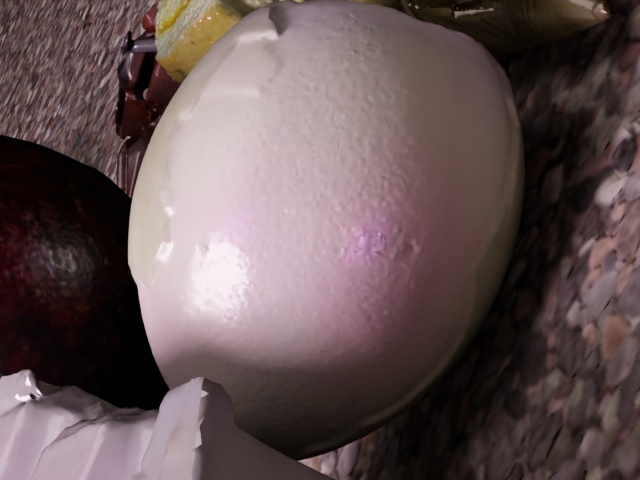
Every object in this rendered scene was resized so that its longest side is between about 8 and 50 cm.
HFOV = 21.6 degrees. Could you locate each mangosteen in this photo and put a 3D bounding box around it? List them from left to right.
[{"bbox_3d":[-0.240,0.087,1.122,0.330,0.330,0.330,-50,26,36],"label":"mangosteen"}]

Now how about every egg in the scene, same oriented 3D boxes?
[{"bbox_3d":[0.000,0.000,0.797,0.183,0.183,0.217,-5,72,67],"label":"egg"}]

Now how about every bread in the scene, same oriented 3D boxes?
[{"bbox_3d":[-0.054,-0.191,1.238,0.110,0.103,0.156,-31,42,51],"label":"bread"}]

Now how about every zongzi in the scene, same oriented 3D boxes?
[{"bbox_3d":[0.102,-0.183,0.869,0.204,0.094,0.204,-12,57,60],"label":"zongzi"}]

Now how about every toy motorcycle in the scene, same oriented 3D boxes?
[{"bbox_3d":[-0.123,-0.111,1.317,0.118,0.084,0.212,152,131,-77],"label":"toy motorcycle"}]

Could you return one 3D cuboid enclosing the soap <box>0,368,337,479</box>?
[{"bbox_3d":[-0.091,0.286,0.655,0.350,0.213,0.435,-4,63,61],"label":"soap"}]
